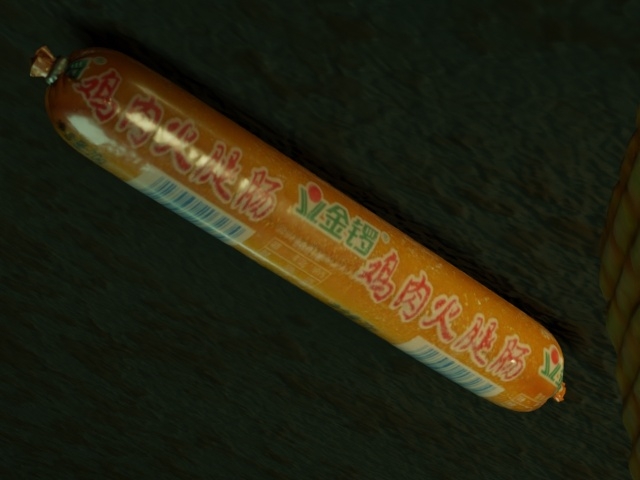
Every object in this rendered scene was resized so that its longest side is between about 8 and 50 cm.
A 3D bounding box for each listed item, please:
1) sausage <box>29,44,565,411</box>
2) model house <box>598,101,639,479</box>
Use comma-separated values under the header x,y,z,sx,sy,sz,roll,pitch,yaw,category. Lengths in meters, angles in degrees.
x,y,z,sx,sy,sz,roll,pitch,yaw,category
0.000,0.000,0.965,0.348,0.053,0.053,32,158,-26,sausage
0.185,-0.002,0.484,0.237,0.237,0.202,21,159,2,model house
